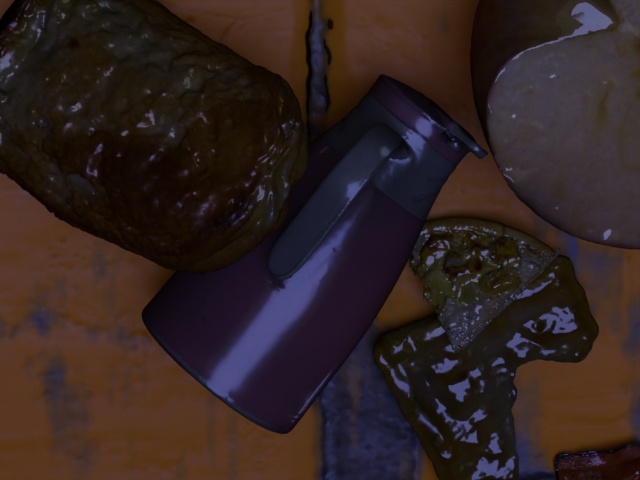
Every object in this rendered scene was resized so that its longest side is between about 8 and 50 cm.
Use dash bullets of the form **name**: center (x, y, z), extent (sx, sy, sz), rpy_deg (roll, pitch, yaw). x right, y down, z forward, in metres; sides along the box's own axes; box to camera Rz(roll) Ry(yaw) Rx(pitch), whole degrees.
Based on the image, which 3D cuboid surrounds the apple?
- **apple**: center (0.243, -0.158, 1.302), extent (0.251, 0.163, 0.293), rpy_deg (23, 115, -22)

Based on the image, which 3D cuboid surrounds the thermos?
- **thermos**: center (0.000, 0.000, 1.315), extent (0.146, 0.176, 0.265), rpy_deg (40, 98, 6)

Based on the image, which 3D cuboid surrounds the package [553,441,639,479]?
- **package**: center (0.243, 0.224, 1.475), extent (0.077, 0.033, 0.110), rpy_deg (-12, 93, 21)

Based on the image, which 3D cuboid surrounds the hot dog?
- **hot dog**: center (-0.123, -0.079, 1.277), extent (0.259, 0.114, 0.175), rpy_deg (32, 80, 16)

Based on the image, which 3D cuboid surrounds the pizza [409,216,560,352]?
- **pizza**: center (0.122, 0.035, 1.384), extent (0.123, 0.026, 0.108), rpy_deg (8, 81, 10)

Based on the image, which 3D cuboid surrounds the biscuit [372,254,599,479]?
- **biscuit**: center (0.151, 0.114, 1.430), extent (0.183, 0.039, 0.174), rpy_deg (-30, 105, 3)
